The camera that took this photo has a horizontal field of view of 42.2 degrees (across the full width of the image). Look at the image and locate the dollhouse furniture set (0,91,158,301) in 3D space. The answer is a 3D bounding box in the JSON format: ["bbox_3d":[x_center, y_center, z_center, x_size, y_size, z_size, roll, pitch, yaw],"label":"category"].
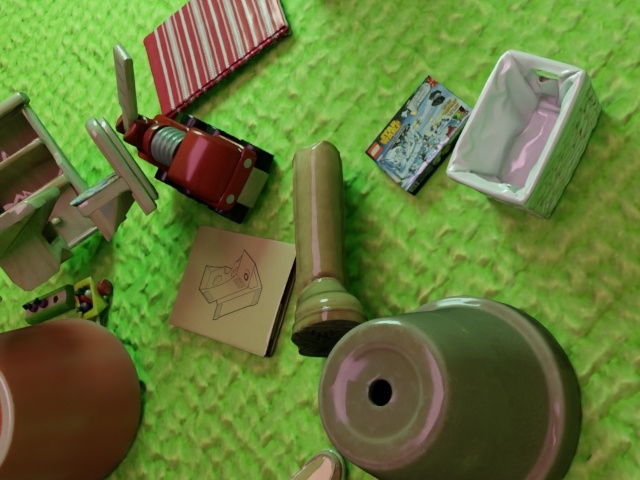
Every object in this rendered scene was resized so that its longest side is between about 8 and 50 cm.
[{"bbox_3d":[-0.458,-0.069,1.212,0.362,0.256,0.394,-35,12,-3],"label":"dollhouse furniture set"}]

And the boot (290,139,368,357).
[{"bbox_3d":[0.000,0.000,1.049,0.089,0.236,0.269,1,74,-10],"label":"boot"}]

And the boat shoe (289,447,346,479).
[{"bbox_3d":[-0.037,0.346,1.047,0.068,0.072,0.190,34,96,37],"label":"boat shoe"}]

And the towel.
[{"bbox_3d":[-0.180,-0.340,1.380,0.275,0.031,0.199,-31,58,21],"label":"towel"}]

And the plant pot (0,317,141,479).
[{"bbox_3d":[-0.442,0.250,1.214,0.275,0.243,0.275,-2,84,21],"label":"plant pot"}]

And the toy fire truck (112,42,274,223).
[{"bbox_3d":[-0.212,-0.155,1.210,0.217,0.246,0.158,29,94,37],"label":"toy fire truck"}]

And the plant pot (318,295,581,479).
[{"bbox_3d":[0.121,0.174,0.894,0.263,0.229,0.263,-11,70,31],"label":"plant pot"}]

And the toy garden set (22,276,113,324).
[{"bbox_3d":[-0.430,0.186,1.382,0.204,0.049,0.244,-22,65,28],"label":"toy garden set"}]

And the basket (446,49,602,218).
[{"bbox_3d":[0.244,-0.120,0.974,0.113,0.103,0.167,27,93,37],"label":"basket"}]

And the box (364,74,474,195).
[{"bbox_3d":[0.134,-0.140,1.104,0.137,0.027,0.094,-50,56,12],"label":"box"}]

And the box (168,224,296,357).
[{"bbox_3d":[-0.128,0.069,1.226,0.201,0.021,0.164,12,83,37],"label":"box"}]
